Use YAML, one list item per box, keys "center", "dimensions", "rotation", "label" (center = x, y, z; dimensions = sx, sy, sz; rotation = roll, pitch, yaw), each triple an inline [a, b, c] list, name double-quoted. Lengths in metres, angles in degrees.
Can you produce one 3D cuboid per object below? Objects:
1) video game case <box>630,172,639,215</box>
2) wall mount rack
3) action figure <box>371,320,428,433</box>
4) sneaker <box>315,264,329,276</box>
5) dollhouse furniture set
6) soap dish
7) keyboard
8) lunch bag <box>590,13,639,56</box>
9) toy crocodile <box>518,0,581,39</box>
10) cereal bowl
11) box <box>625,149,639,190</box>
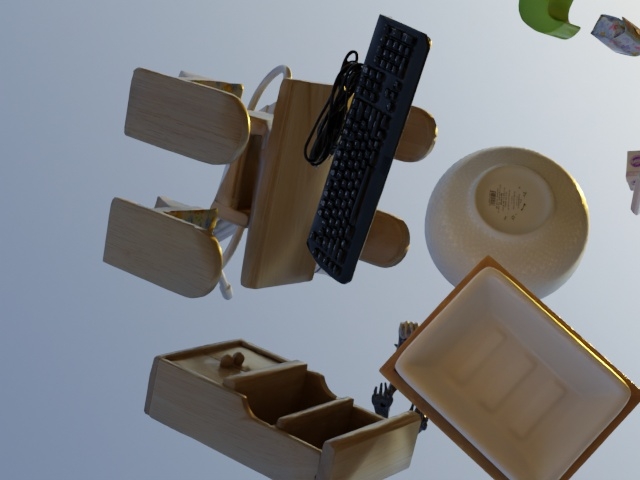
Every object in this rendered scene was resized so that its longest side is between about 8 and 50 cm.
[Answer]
- center: [0.513, -0.103, 1.558]
  dimensions: [0.019, 0.143, 0.157]
  rotation: [57, -179, 21]
  label: "video game case"
- center: [-0.089, -0.066, 1.569]
  dimensions: [0.130, 0.304, 0.350]
  rotation: [28, -119, -23]
  label: "wall mount rack"
- center: [0.197, 0.238, 2.005]
  dimensions: [0.164, 0.141, 0.275]
  rotation: [27, -147, 9]
  label: "action figure"
- center: [0.000, 0.000, 1.985]
  dimensions: [0.091, 0.094, 0.258]
  rotation: [30, -159, -19]
  label: "sneaker"
- center: [-0.012, 0.035, 1.146]
  dimensions: [0.256, 0.394, 0.362]
  rotation: [20, -166, 31]
  label: "dollhouse furniture set"
- center: [0.265, 0.201, 1.524]
  dimensions: [0.291, 0.229, 0.118]
  rotation: [43, 175, 12]
  label: "soap dish"
- center: [0.018, -0.072, 0.798]
  dimensions: [0.038, 0.192, 0.100]
  rotation: [10, -163, -28]
  label: "keyboard"
- center: [0.530, -0.359, 1.901]
  dimensions: [0.071, 0.053, 0.083]
  rotation: [26, -173, -31]
  label: "lunch bag"
- center: [0.356, -0.416, 1.367]
  dimensions: [0.115, 0.340, 0.105]
  rotation: [23, -167, -45]
  label: "toy crocodile"
- center: [0.379, -0.049, 2.174]
  dimensions: [0.141, 0.339, 0.339]
  rotation: [89, 160, -66]
  label: "cereal bowl"
- center: [0.777, -0.145, 2.156]
  dimensions: [0.063, 0.324, 0.067]
  rotation: [48, -132, -53]
  label: "box"
